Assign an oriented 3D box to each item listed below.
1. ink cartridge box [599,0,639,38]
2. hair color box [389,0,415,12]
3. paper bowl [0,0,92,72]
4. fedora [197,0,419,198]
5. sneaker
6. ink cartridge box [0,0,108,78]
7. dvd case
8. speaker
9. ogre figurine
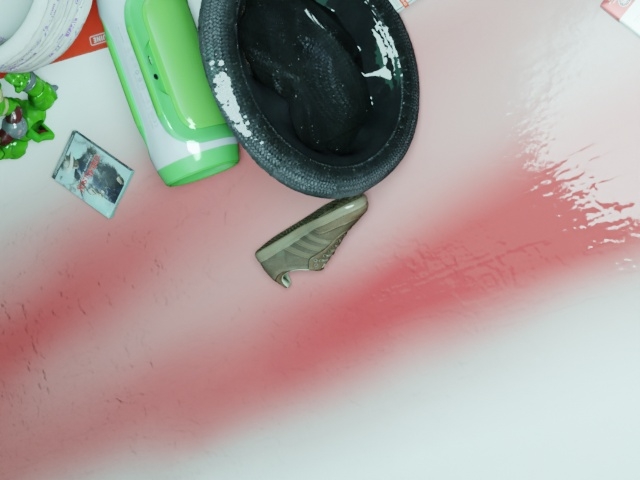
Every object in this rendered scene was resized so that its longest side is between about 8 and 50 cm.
[{"bbox_3d":[0.411,-0.268,1.184,0.135,0.056,0.099,43,111,12],"label":"ink cartridge box"},{"bbox_3d":[0.138,-0.372,1.269,0.167,0.053,0.093,-33,112,23],"label":"hair color box"},{"bbox_3d":[-0.428,-0.373,1.403,0.284,0.148,0.284,4,98,29],"label":"paper bowl"},{"bbox_3d":[-0.033,-0.210,1.309,0.152,0.334,0.334,-8,95,59],"label":"fedora"},{"bbox_3d":[0.000,0.000,1.403,0.188,0.066,0.071,-28,103,29],"label":"sneaker"},{"bbox_3d":[-0.433,-0.385,1.525,0.275,0.060,0.238,-11,92,24],"label":"ink cartridge box"},{"bbox_3d":[-0.346,-0.101,1.552,0.119,0.013,0.087,35,109,16],"label":"dvd case"},{"bbox_3d":[-0.211,-0.230,1.415,0.131,0.131,0.296,-20,89,24],"label":"speaker"},{"bbox_3d":[-0.466,-0.177,1.535,0.097,0.118,0.197,24,105,23],"label":"ogre figurine"}]
